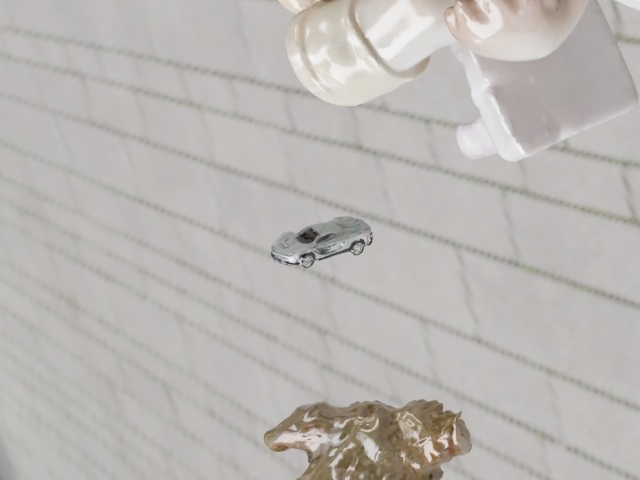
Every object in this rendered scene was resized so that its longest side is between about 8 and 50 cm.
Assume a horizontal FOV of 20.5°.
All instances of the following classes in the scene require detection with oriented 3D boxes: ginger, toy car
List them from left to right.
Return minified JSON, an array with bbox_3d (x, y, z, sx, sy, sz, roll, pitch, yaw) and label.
[{"bbox_3d":[0.000,0.000,1.504,0.041,0.093,0.025,34,130,47],"label":"toy car"},{"bbox_3d":[0.028,0.221,0.875,0.084,0.122,0.290,-10,-78,-72],"label":"ginger"}]

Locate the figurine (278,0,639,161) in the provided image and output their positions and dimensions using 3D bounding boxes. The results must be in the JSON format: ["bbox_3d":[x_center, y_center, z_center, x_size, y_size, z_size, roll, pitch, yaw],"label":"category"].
[{"bbox_3d":[0.102,-0.121,0.575,0.256,0.144,0.182,-26,68,57],"label":"figurine"}]
